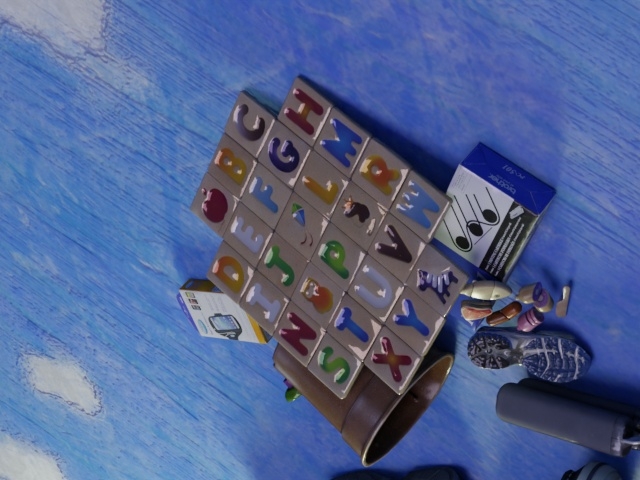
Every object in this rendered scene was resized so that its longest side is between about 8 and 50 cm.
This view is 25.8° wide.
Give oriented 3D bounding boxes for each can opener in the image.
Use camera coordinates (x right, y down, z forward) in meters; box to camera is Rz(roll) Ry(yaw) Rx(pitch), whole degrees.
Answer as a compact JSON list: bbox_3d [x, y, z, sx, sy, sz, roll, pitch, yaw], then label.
[{"bbox_3d":[0.324,0.179,1.500,0.283,0.076,0.095,13,102,38],"label":"can opener"}]

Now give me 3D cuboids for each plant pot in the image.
[{"bbox_3d":[0.044,0.150,1.650,0.165,0.167,0.167,39,143,19],"label":"plant pot"}]

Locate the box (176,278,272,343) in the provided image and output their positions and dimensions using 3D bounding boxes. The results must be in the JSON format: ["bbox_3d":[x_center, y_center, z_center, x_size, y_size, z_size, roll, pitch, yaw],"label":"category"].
[{"bbox_3d":[-0.128,0.092,1.839,0.136,0.028,0.081,5,129,41],"label":"box"}]

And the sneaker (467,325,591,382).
[{"bbox_3d":[0.231,0.116,1.538,0.135,0.058,0.052,12,111,6],"label":"sneaker"}]

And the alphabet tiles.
[{"bbox_3d":[0.000,0.000,1.539,0.342,0.011,0.285,41,124,22],"label":"alphabet tiles"}]

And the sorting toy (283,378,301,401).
[{"bbox_3d":[-0.017,0.160,1.779,0.102,0.061,0.042,-38,98,28],"label":"sorting toy"}]

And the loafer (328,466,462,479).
[{"bbox_3d":[0.092,0.362,1.853,0.267,0.096,0.084,-15,121,45],"label":"loafer"}]

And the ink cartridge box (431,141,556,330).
[{"bbox_3d":[0.166,0.000,1.482,0.097,0.046,0.207,34,141,12],"label":"ink cartridge box"}]

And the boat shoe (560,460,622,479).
[{"bbox_3d":[0.248,0.419,1.700,0.156,0.187,0.500,25,144,13],"label":"boat shoe"}]

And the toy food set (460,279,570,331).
[{"bbox_3d":[0.202,0.072,1.485,0.122,0.019,0.078,-1,141,2],"label":"toy food set"}]
